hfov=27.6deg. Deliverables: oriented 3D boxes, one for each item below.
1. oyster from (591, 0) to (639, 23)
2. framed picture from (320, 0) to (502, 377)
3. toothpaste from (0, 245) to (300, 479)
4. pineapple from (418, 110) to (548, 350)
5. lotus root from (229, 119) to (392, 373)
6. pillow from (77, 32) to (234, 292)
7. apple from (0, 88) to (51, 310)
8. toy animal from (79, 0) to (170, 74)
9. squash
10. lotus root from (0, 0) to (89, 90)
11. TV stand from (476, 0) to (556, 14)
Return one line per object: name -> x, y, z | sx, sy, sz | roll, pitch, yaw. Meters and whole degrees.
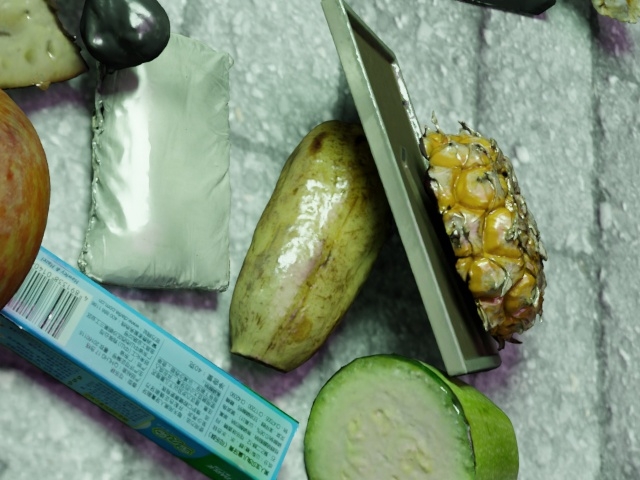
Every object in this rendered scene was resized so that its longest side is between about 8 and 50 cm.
oyster -> 0.249, -0.347, 1.407 | 0.294, 0.094, 0.166 | 58, 27, -4
framed picture -> 0.085, -0.038, 1.131 | 0.240, 0.020, 0.324 | 13, 58, -76
toothpaste -> -0.140, 0.100, 0.985 | 0.267, 0.050, 0.065 | 36, 54, -18
pineapple -> 0.153, -0.010, 1.162 | 0.225, 0.076, 0.224 | -21, 90, -77
lotus root -> 0.000, 0.000, 1.100 | 0.110, 0.097, 0.258 | 35, 59, -23
pillow -> -0.130, -0.068, 1.061 | 0.128, 0.051, 0.229 | 11, 67, -28
apple -> -0.271, -0.027, 0.845 | 0.188, 0.173, 0.188 | 24, 21, -10
toy animal -> -0.194, -0.307, 1.024 | 0.343, 0.106, 0.168 | 59, 33, -10
squash -> 0.082, 0.178, 1.049 | 0.123, 0.170, 0.170 | 11, 65, -46
lotus root -> -0.288, -0.184, 0.933 | 0.170, 0.075, 0.260 | -50, 132, -31
TV stand -> 0.137, -0.280, 1.343 | 0.257, 0.040, 0.048 | 5, 69, -34
